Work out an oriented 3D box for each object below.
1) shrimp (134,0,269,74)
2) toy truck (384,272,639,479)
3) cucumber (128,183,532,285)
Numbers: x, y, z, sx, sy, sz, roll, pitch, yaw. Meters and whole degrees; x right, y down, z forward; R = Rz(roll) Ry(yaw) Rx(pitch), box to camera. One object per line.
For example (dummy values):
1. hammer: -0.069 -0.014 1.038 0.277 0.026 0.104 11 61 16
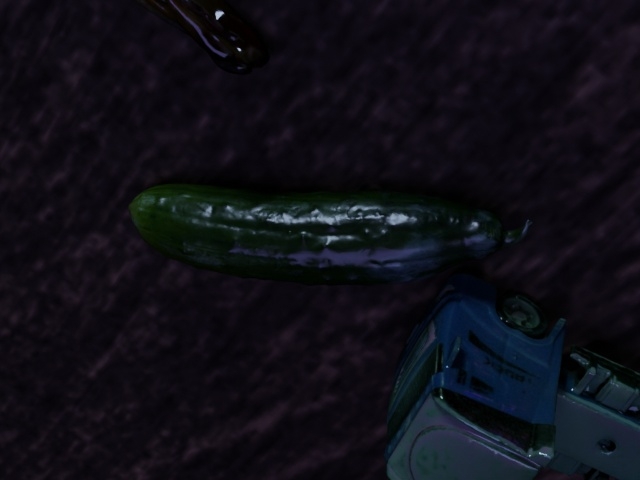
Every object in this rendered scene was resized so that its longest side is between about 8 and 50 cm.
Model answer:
1. shrimp: -0.004 -0.116 0.328 0.195 0.035 0.148 11 122 16
2. toy truck: 0.109 0.086 0.404 0.175 0.081 0.067 25 127 -2
3. cucumber: 0.000 0.000 0.404 0.155 0.037 0.037 3 123 13
